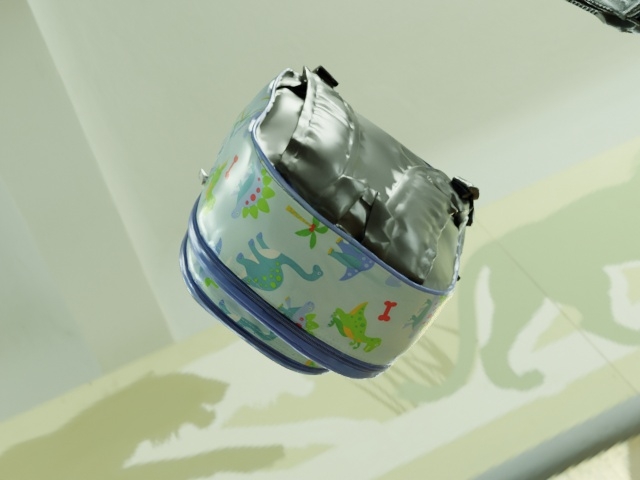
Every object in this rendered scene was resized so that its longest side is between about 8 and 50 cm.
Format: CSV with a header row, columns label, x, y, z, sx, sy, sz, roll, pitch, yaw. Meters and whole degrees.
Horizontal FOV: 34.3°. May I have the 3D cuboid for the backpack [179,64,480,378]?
label,x,y,z,sx,sy,sz,roll,pitch,yaw
backpack,0.000,0.000,0.390,0.105,0.114,0.084,37,-69,-8

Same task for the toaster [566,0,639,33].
label,x,y,z,sx,sy,sz,roll,pitch,yaw
toaster,0.296,-0.311,1.040,0.227,0.129,0.146,24,-96,-2
